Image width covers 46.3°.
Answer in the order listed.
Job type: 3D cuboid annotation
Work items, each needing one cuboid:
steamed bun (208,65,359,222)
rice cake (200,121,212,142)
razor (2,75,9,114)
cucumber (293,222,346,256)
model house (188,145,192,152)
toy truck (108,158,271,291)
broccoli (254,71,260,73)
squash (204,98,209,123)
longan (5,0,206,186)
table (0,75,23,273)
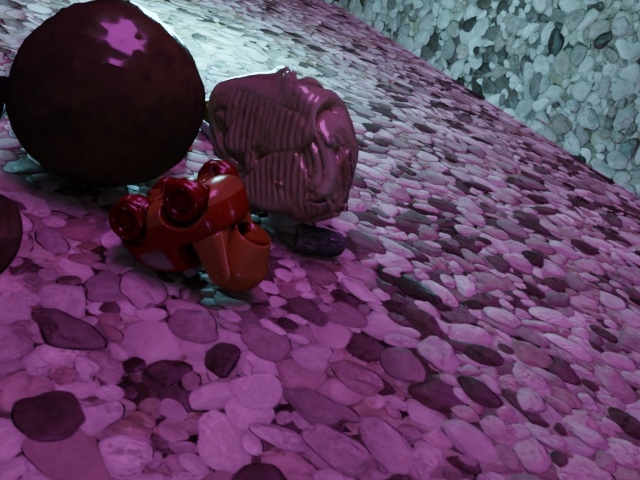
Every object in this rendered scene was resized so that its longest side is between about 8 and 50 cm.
[{"bbox_3d":[-0.065,-0.195,1.658,0.394,0.346,0.237,52,29,14],"label":"steamed bun"},{"bbox_3d":[-0.292,-0.282,1.990,0.021,0.022,0.121,4,30,-37],"label":"rice cake"},{"bbox_3d":[-0.720,-0.342,1.757,0.111,0.056,0.278,17,26,-9],"label":"razor"},{"bbox_3d":[-0.002,0.000,1.613,0.112,0.064,0.064,11,28,-17],"label":"cucumber"},{"bbox_3d":[-0.348,-0.270,1.840,0.087,0.101,0.100,12,28,-21],"label":"model house"},{"bbox_3d":[-0.226,-0.006,1.368,0.264,0.239,0.189,-15,14,24],"label":"toy truck"},{"bbox_3d":[-0.198,-0.389,2.126,0.195,0.156,0.195,45,22,-24],"label":"broccoli"},{"bbox_3d":[-0.236,-0.313,2.024,0.239,0.069,0.069,33,28,11],"label":"squash"},{"bbox_3d":[-0.430,-0.295,1.515,0.391,0.391,0.391,17,26,-8],"label":"longan"},{"bbox_3d":[-0.622,-0.121,1.186,0.317,0.249,0.317,17,26,-8],"label":"table"}]
